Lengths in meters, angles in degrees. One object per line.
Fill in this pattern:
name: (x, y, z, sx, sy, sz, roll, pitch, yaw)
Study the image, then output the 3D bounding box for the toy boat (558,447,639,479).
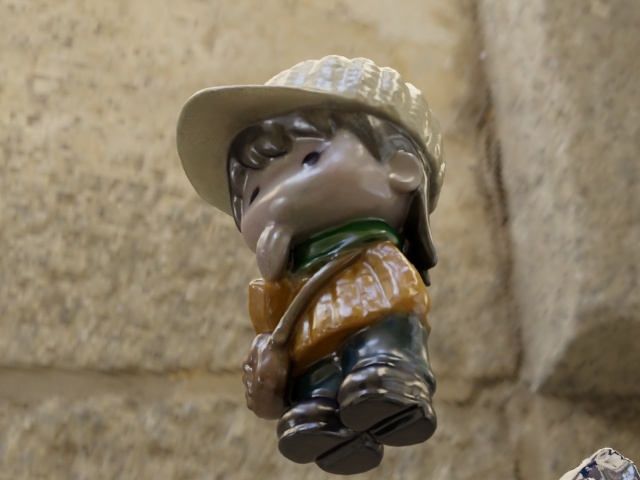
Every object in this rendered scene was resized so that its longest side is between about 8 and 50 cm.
toy boat: (0.197, 0.190, 0.731, 0.291, 0.070, 0.210, 19, 43, -4)

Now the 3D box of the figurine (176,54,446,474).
figurine: (0.021, 0.014, 1.473, 0.204, 0.185, 0.332, 10, 55, -50)
